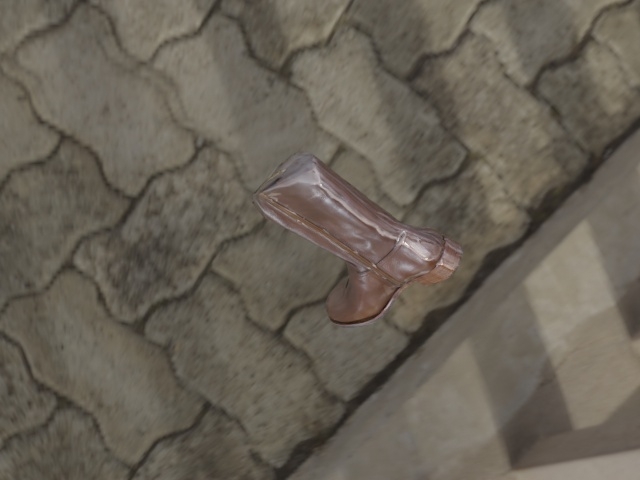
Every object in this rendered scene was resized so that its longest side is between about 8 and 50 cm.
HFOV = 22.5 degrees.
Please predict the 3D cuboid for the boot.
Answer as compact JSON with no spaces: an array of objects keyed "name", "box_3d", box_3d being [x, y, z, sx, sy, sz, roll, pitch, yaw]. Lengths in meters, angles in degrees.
[{"name":"boot","box_3d":[0.000,0.000,0.843,0.114,0.106,0.037,26,50,-29]}]
